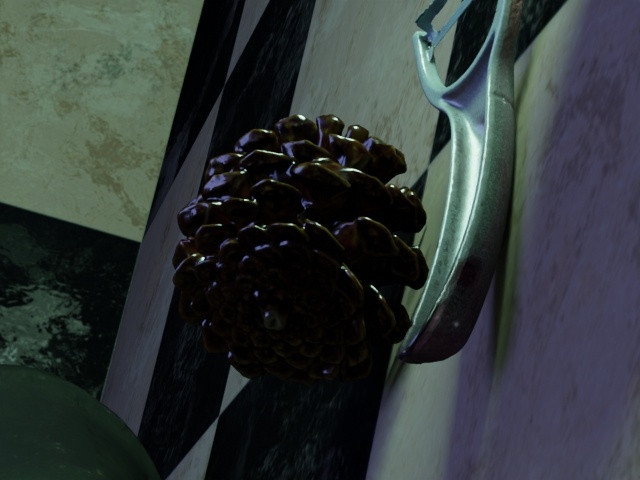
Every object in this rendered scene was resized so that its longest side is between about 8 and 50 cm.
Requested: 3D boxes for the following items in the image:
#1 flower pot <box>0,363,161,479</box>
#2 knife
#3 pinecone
[{"bbox_3d":[-0.251,0.318,1.750,0.251,0.379,0.379,13,87,60],"label":"flower pot"},{"bbox_3d":[0.083,-0.046,1.087,0.123,0.053,0.278,124,160,-47],"label":"knife"},{"bbox_3d":[-0.005,-0.005,1.255,0.165,0.163,0.163,-64,-1,-50],"label":"pinecone"}]
